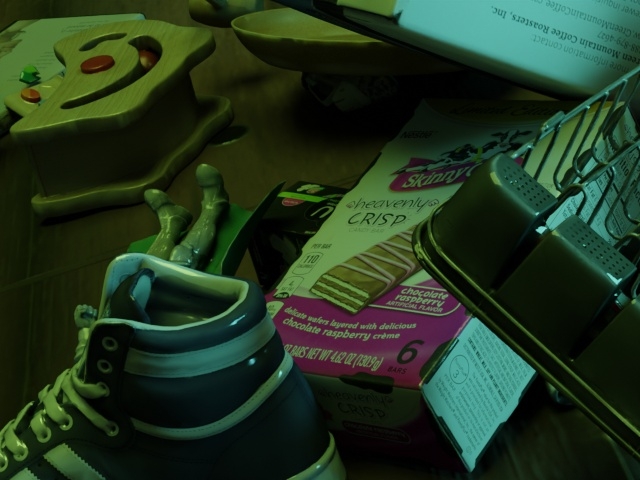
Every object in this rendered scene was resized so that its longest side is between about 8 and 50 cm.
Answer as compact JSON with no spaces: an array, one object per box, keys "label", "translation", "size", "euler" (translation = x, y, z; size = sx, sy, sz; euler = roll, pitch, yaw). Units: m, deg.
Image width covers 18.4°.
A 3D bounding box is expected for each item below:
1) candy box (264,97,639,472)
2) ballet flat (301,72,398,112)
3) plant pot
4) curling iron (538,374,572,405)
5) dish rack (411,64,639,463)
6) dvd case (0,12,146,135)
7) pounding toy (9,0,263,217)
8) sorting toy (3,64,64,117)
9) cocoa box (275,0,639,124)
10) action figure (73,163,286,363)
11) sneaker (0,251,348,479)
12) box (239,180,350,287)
[{"label":"candy box","translation":[0.071,0.017,1.128],"size":[0.159,0.071,0.233],"euler":[4,45,43]},{"label":"ballet flat","translation":[0.020,-0.121,1.566],"size":[0.041,0.041,0.114],"euler":[-29,26,-23]},{"label":"plant pot","translation":[0.048,-0.158,1.550],"size":[0.236,0.032,0.236],"euler":[-1,13,0]},{"label":"curling iron","translation":[0.131,0.019,1.187],"size":[0.068,0.035,0.274],"euler":[-14,24,8]},{"label":"dish rack","translation":[0.200,-0.003,1.028],"size":[0.208,0.074,0.271],"euler":[43,42,12]},{"label":"dvd case","translation":[-0.304,-0.151,1.863],"size":[0.180,0.022,0.253],"euler":[2,32,37]},{"label":"pounding toy","translation":[-0.167,-0.146,1.594],"size":[0.154,0.154,0.269],"euler":[1,30,27]},{"label":"sorting toy","translation":[-0.250,-0.132,1.759],"size":[0.062,0.012,0.083],"euler":[-29,47,-34]},{"label":"cocoa box","translation":[0.157,-0.206,1.223],"size":[0.347,0.231,0.228],"euler":[15,6,-31]},{"label":"action figure","translation":[-0.109,0.052,1.216],"size":[0.137,0.063,0.232],"euler":[-26,31,35]},{"label":"sneaker","translation":[-0.140,0.104,1.051],"size":[0.282,0.153,0.099],"euler":[-16,24,5]},{"label":"box","translation":[0.000,0.000,1.297],"size":[0.083,0.052,0.062],"euler":[11,37,45]}]
